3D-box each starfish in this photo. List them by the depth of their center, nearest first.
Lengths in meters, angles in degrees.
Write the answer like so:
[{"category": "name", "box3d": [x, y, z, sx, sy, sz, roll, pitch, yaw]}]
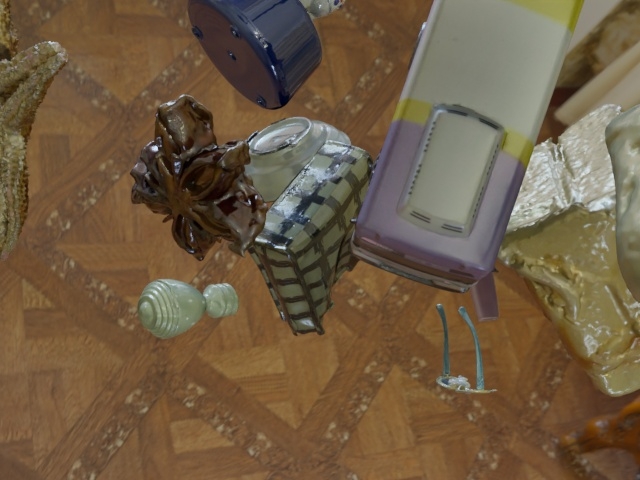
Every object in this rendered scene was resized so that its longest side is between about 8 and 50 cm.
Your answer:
[{"category": "starfish", "box3d": [-0.253, -0.103, 0.655, 0.043, 0.227, 0.240, -4, 100, -36]}]

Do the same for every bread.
[{"category": "bread", "box3d": [0.489, 0.018, 1.392, 0.390, 0.279, 0.371, 52, 24, -21]}]

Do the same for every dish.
[{"category": "dish", "box3d": [-0.085, -0.221, 2.032, 0.316, 0.316, 0.106, -45, 126, -32]}]

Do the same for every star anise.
[{"category": "star anise", "box3d": [-0.081, -0.025, 0.558, 0.097, 0.191, 0.070, 43, 61, -2]}]

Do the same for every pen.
[{"category": "pen", "box3d": [0.298, 0.055, 1.565, 0.053, 0.032, 0.197, -4, 69, -5]}]

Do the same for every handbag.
[{"category": "handbag", "box3d": [0.000, 0.000, 1.846, 0.162, 0.327, 0.325, 20, 56, 30]}]

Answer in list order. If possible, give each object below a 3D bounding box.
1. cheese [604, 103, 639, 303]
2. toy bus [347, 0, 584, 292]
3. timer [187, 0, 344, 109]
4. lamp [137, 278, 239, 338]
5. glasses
[{"category": "cheese", "box3d": [0.420, -0.047, 0.846, 0.174, 0.248, 0.251, 38, 53, -22]}, {"category": "toy bus", "box3d": [0.200, -0.155, 1.187, 0.209, 0.249, 0.440, 20, 87, 2]}, {"category": "timer", "box3d": [-0.035, -0.468, 1.612, 0.383, 0.270, 0.270, -42, 86, -16]}, {"category": "lamp", "box3d": [-0.238, 0.116, 1.482, 0.193, 0.106, 0.106, -6, 67, -47]}, {"category": "glasses", "box3d": [0.313, 0.267, 1.970, 0.088, 0.189, 0.220, -22, 97, -15]}]
